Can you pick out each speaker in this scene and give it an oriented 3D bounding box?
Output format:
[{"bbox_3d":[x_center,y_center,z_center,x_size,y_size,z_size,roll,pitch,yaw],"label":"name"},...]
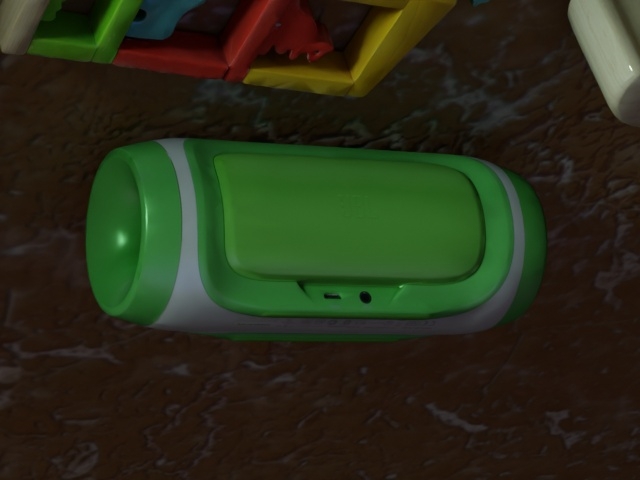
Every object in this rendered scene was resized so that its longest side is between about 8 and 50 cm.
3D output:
[{"bbox_3d":[0.000,0.000,1.315,0.296,0.131,0.131,2,142,-27],"label":"speaker"}]

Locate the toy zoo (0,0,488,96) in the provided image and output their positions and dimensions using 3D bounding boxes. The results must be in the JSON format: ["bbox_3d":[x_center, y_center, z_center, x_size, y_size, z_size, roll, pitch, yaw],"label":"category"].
[{"bbox_3d":[-0.021,-0.165,1.153,0.293,0.030,0.192,5,140,-30],"label":"toy zoo"}]

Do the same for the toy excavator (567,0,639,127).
[{"bbox_3d":[0.262,-0.231,1.054,0.433,0.222,0.445,-34,152,25],"label":"toy excavator"}]
